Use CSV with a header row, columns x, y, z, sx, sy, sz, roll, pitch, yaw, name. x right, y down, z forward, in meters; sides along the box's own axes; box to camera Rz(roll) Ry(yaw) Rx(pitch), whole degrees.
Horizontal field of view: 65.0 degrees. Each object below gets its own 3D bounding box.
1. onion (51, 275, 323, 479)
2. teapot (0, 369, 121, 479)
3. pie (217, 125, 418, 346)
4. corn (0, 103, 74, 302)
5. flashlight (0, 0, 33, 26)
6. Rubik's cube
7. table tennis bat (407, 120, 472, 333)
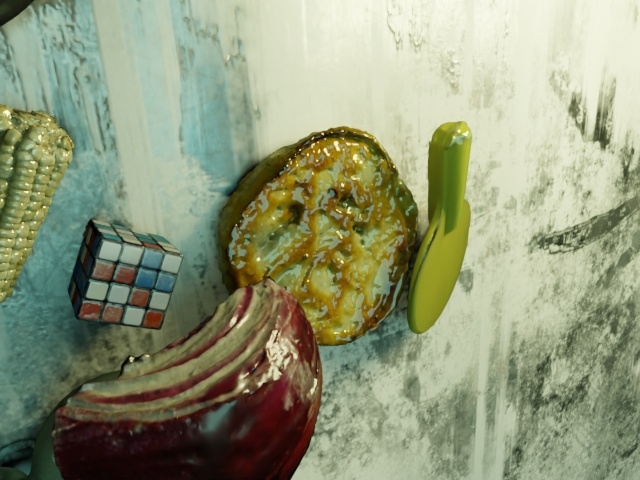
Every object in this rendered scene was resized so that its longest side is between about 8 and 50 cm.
x,y,z,sx,sy,sz,roll,pitch,yaw,name
-0.081,0.211,0.546,0.314,0.146,0.280,-39,122,-37,onion
-0.237,0.246,0.604,0.294,0.129,0.193,-20,114,-28,teapot
0.000,0.000,0.704,0.315,0.092,0.315,-7,104,-26,pie
-0.318,-0.031,0.503,0.087,0.087,0.211,18,100,-34,corn
-0.197,-0.328,0.486,0.424,0.103,0.103,-40,121,-14,flashlight
-0.223,0.038,0.570,0.092,0.092,0.092,16,95,-34,Rubik's cube
0.185,-0.009,0.769,0.224,0.054,0.369,-47,144,-38,table tennis bat
